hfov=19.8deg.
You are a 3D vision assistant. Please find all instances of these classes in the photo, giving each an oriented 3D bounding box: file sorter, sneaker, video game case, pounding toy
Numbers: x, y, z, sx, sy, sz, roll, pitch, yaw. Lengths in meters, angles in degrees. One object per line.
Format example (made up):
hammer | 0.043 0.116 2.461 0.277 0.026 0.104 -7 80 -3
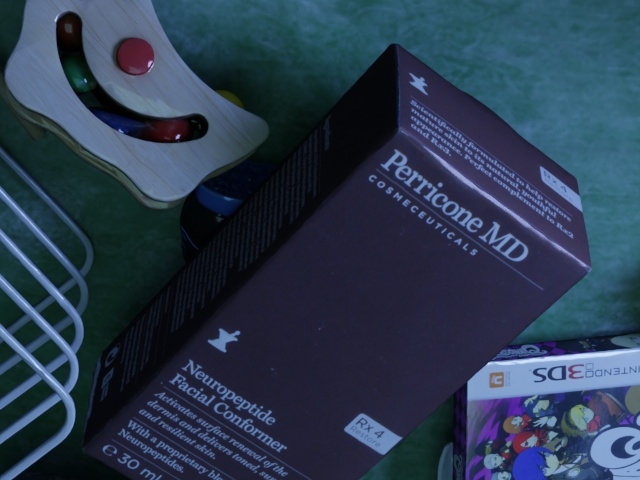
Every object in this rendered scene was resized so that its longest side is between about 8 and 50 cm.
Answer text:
file sorter | -0.291 0.062 1.405 0.193 0.278 0.173 -37 112 13
sneaker | 0.000 0.000 1.492 0.232 0.081 0.090 14 127 -8
video game case | 0.215 0.196 1.548 0.210 0.042 0.232 -4 106 -14
pounding toy | -0.166 -0.140 1.423 0.269 0.155 0.154 37 81 -4

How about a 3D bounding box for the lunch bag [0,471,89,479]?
lunch bag | -0.165 0.319 1.496 0.305 0.256 0.213 13 92 -4

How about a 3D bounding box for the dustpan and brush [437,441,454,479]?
dustpan and brush | 0.165 0.257 1.608 0.147 0.060 0.211 0 106 -15

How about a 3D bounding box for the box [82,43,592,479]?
box | 0.007 0.057 1.400 0.191 0.143 0.381 34 116 -19
